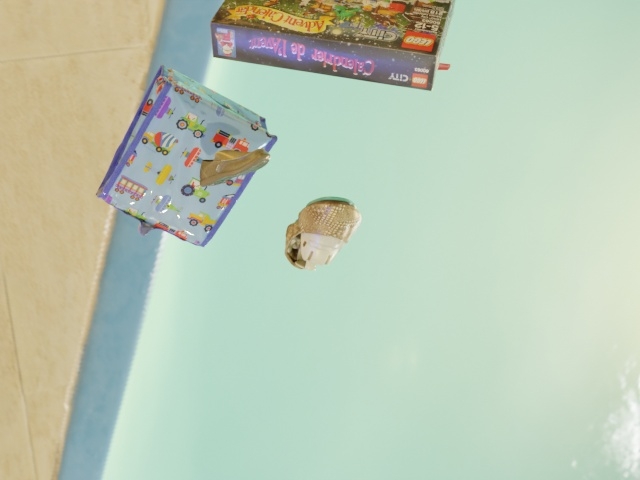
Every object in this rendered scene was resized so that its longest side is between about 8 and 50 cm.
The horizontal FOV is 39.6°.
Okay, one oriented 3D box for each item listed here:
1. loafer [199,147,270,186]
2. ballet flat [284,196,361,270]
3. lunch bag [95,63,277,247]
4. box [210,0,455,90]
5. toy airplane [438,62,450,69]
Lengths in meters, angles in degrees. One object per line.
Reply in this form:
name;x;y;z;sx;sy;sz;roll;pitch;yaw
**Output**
loafer;-0.148;-0.128;1.461;0.056;0.148;0.050;-20;92;-58
ballet flat;0.000;0.000;1.025;0.073;0.206;0.067;12;80;-6
lunch bag;-0.252;-0.128;1.605;0.221;0.138;0.293;26;105;-23
box;0.019;-0.237;0.944;0.159;0.233;0.044;-71;167;-45
toy airplane;0.151;-0.303;1.482;0.151;0.151;0.028;23;60;-37
